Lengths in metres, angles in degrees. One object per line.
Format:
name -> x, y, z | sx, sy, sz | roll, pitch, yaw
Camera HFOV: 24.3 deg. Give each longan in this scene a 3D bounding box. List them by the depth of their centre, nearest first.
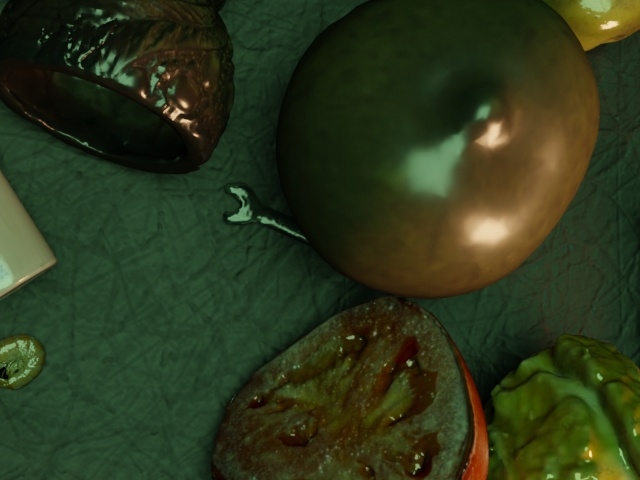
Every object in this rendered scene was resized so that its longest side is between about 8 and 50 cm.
longan -> 0.126, -0.112, 1.607 | 0.361, 0.361, 0.361 | 1, 87, -10

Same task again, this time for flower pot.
flower pot -> -0.197, -0.245, 1.608 | 0.266, 0.266, 0.267 | 22, 72, -8

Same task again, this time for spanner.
spanner -> 0.000, 0.000, 1.739 | 0.254, 0.015, 0.054 | 24, 85, -8

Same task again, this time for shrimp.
shrimp -> -0.359, 0.144, 1.666 | 0.108, 0.023, 0.059 | -22, 99, -10

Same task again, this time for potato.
potato -> 0.317, -0.342, 1.745 | 0.197, 0.148, 0.228 | -19, 89, 3

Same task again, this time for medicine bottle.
medicine bottle -> -0.429, -0.085, 1.611 | 0.130, 0.130, 0.341 | -34, 93, -10

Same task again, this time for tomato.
tomato -> 0.051, 0.245, 1.623 | 0.338, 0.338, 0.143 | -55, 134, -8

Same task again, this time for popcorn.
popcorn -> 0.292, 0.242, 1.652 | 0.247, 0.282, 0.282 | 30, 81, -44
